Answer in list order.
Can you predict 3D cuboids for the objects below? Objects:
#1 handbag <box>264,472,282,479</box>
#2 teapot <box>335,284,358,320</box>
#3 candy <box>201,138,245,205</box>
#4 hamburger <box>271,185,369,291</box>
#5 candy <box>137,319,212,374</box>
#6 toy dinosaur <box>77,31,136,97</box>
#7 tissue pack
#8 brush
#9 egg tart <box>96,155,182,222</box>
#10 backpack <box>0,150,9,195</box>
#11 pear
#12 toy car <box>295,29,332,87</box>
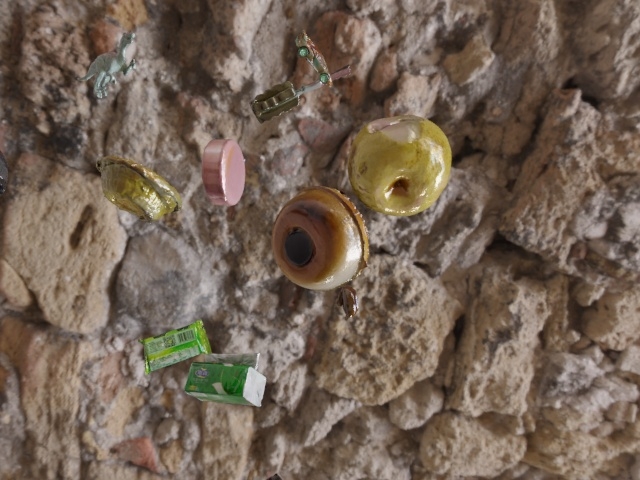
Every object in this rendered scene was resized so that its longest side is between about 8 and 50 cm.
[{"bbox_3d":[-0.114,0.578,0.887,0.155,0.169,0.215,-38,158,8],"label":"handbag"},{"bbox_3d":[0.096,0.230,1.673,0.098,0.078,0.129,139,-57,-89],"label":"teapot"},{"bbox_3d":[-0.349,-0.251,1.663,0.255,0.094,0.255,1,90,-81],"label":"candy"},{"bbox_3d":[-0.002,-0.004,0.951,0.147,0.237,0.236,-15,131,-51],"label":"hamburger"},{"bbox_3d":[-0.399,0.291,1.244,0.032,0.178,0.102,119,-48,-65],"label":"candy"},{"bbox_3d":[-0.557,-0.450,1.168,0.053,0.242,0.167,2,103,-51],"label":"toy dinosaur"},{"bbox_3d":[-0.297,0.439,1.463,0.148,0.209,0.156,64,30,-52],"label":"tissue pack"},{"bbox_3d":[-0.054,-0.425,1.281,0.071,0.301,0.084,64,0,29],"label":"brush"},{"bbox_3d":[-0.678,-0.174,1.663,0.345,0.345,0.132,115,1,-69],"label":"egg tart"},{"bbox_3d":[-0.777,-0.159,0.744,0.255,0.446,0.363,-53,-152,17],"label":"backpack"},{"bbox_3d":[0.127,-0.129,0.745,0.178,0.178,0.178,-162,-90,-87],"label":"pear"},{"bbox_3d":[-0.009,-0.371,0.939,0.035,0.122,0.059,-35,-148,19],"label":"toy car"}]
